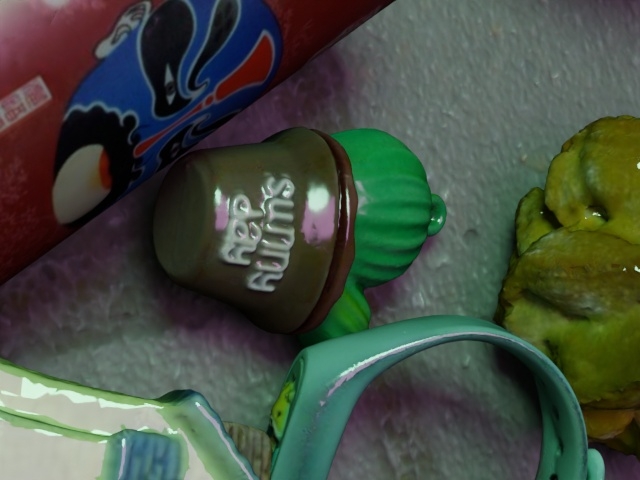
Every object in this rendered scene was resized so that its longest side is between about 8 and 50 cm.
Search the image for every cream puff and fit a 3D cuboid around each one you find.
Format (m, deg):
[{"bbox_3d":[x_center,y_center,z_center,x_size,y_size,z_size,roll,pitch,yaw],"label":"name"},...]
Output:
[{"bbox_3d":[0.230,0.033,0.765,0.244,0.196,0.244,0,62,0],"label":"cream puff"}]

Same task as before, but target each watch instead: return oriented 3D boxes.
[{"bbox_3d":[0.052,0.157,0.686,0.195,0.068,0.237,19,91,-11],"label":"watch"}]

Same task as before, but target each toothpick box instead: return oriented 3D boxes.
[{"bbox_3d":[-0.124,-0.129,0.615,0.333,0.204,0.204,-40,98,-24],"label":"toothpick box"}]

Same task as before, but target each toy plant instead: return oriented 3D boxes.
[{"bbox_3d":[0.000,0.000,0.705,0.200,0.105,0.142,7,93,-37],"label":"toy plant"}]

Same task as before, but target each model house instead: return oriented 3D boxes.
[{"bbox_3d":[-0.105,0.151,0.554,0.189,0.214,0.195,8,77,-16],"label":"model house"}]
